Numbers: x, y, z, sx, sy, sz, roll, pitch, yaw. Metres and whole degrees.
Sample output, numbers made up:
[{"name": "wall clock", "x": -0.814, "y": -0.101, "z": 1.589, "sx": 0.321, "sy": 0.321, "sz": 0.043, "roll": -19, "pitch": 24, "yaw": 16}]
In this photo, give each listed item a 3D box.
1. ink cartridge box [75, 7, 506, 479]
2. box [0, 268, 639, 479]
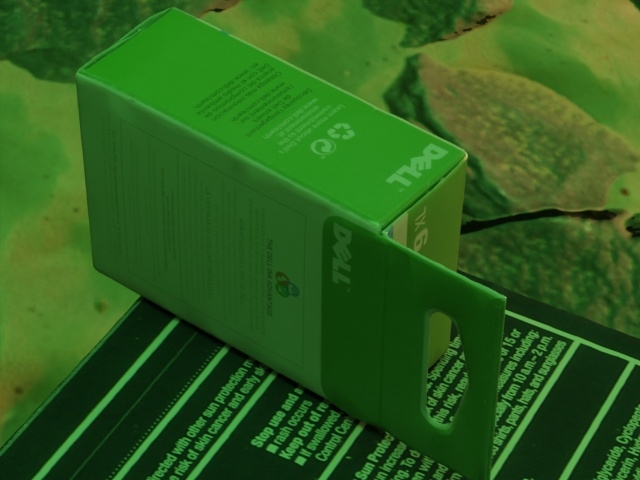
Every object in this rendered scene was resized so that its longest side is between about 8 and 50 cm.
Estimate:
[{"name": "ink cartridge box", "x": 0.000, "y": 0.000, "z": 0.747, "sx": 0.209, "sy": 0.109, "sz": 0.062, "roll": 28, "pitch": 48, "yaw": 27}, {"name": "box", "x": 0.019, "y": 0.165, "z": 0.776, "sx": 0.294, "sy": 0.182, "sz": 0.296, "roll": 22, "pitch": 44, "yaw": 19}]
